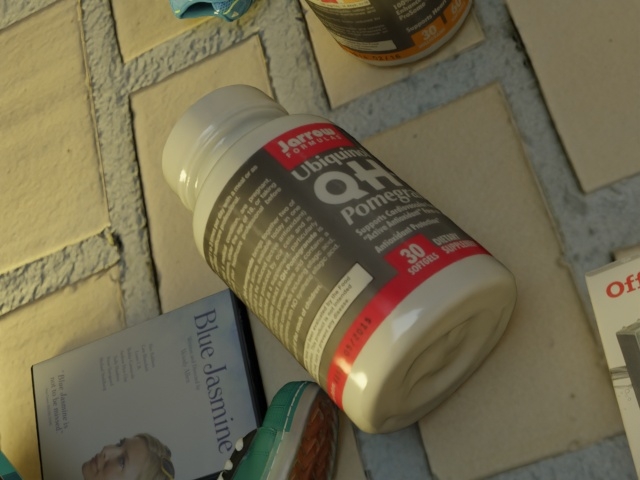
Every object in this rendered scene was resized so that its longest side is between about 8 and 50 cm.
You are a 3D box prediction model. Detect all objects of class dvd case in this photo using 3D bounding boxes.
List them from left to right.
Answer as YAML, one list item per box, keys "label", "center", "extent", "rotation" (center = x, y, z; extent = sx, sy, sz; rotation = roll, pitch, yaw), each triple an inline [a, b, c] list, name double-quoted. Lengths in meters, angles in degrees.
- label: "dvd case"
  center: [-0.173, 0.170, 0.872]
  extent: [0.253, 0.022, 0.180]
  rotation: [-22, 64, 15]

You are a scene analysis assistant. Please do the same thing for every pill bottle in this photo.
- label: "pill bottle"
  center: [0.000, 0.000, 0.770]
  extent: [0.176, 0.176, 0.318]
  rotation: [-47, 61, 2]
- label: "pill bottle"
  center: [0.034, -0.291, 0.803]
  extent: [0.162, 0.278, 0.162]
  rotation: [-8, 69, 21]

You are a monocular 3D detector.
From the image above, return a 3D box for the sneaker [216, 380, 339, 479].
- label: "sneaker"
  center: [-0.081, 0.254, 0.749]
  extent: [0.121, 0.108, 0.302]
  rotation: [17, 83, 25]

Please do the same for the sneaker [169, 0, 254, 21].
- label: "sneaker"
  center: [-0.074, -0.315, 0.983]
  extent: [0.240, 0.091, 0.126]
  rotation: [-15, 85, 18]

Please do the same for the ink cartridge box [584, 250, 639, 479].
- label: "ink cartridge box"
  center: [0.297, 0.100, 0.619]
  extent: [0.159, 0.092, 0.217]
  rotation: [-28, 52, 33]

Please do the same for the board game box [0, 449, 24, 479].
- label: "board game box"
  center: [-0.301, 0.342, 0.773]
  extent: [0.336, 0.079, 0.253]
  rotation: [37, 116, 30]
